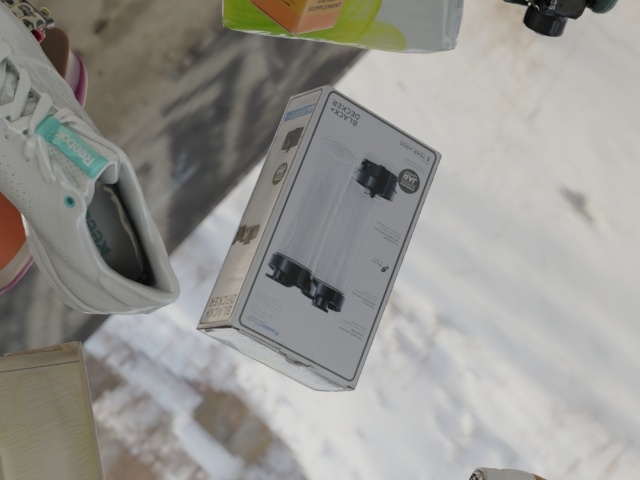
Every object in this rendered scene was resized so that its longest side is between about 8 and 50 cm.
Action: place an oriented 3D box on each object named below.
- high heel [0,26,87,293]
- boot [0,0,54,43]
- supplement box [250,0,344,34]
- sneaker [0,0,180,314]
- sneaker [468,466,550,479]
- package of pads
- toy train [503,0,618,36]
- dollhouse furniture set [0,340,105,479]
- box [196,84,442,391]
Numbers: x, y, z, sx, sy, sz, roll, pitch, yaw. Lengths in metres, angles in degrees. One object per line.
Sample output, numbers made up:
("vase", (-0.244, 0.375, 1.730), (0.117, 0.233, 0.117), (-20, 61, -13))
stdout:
("high heel", (-0.389, -0.092, 2.336), (0.127, 0.377, 0.181), (16, 165, 2))
("boot", (-0.281, -0.216, 1.361), (0.178, 0.085, 0.236), (41, -149, 0))
("supplement box", (0.009, -0.338, 1.842), (0.080, 0.233, 0.078), (40, -145, 26))
("sneaker", (-0.135, -0.050, 0.833), (0.212, 0.080, 0.094), (53, 160, -23))
("sneaker", (0.214, 0.395, 1.867), (0.123, 0.290, 0.106), (7, 180, -15))
("package of pads", (0.033, -0.349, 2.094), (0.297, 0.229, 0.101), (6, -162, 5))
("toy train", (0.292, -0.409, 2.006), (0.142, 0.334, 0.190), (6, -153, -21))
("dollhouse furniture set", (-0.400, 0.198, 1.383), (0.256, 0.394, 0.362), (13, -114, -81))
("box", (0.000, 0.000, 1.862), (0.169, 0.290, 0.087), (28, 162, -25))
